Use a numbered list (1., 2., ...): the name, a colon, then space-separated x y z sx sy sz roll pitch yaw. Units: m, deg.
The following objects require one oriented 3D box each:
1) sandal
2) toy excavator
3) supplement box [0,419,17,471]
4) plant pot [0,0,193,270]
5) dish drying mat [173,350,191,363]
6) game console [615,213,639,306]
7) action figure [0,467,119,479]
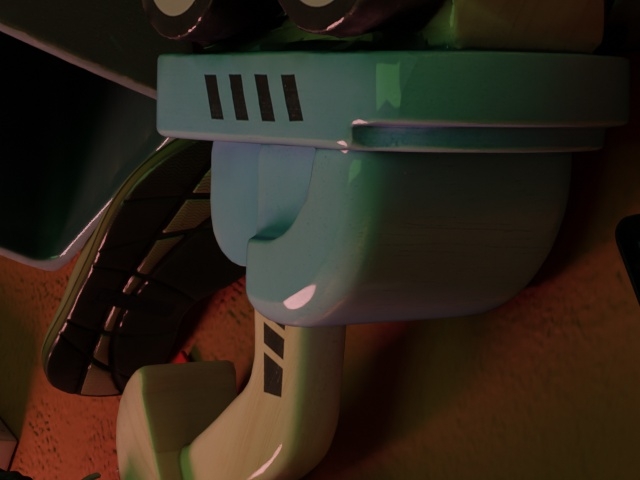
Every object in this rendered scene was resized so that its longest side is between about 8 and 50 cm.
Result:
1. sandal: -0.128 0.006 1.318 0.303 0.120 0.086 -48 32 37
2. toy excavator: 0.000 0.000 1.082 0.433 0.222 0.445 7 96 56
3. supplement box: -0.381 0.177 1.622 0.220 0.114 0.111 36 110 50
4. plant pot: -0.259 -0.172 1.439 0.248 0.247 0.252 -43 35 40
5. dish drying mat: -0.095 0.122 1.329 0.032 0.008 0.083 -59 41 27
6. game console: 0.228 0.022 0.841 0.124 0.085 0.144 -44 49 40
7. action figure: -0.186 0.222 1.289 0.141 0.275 0.164 -49 -2 -2
